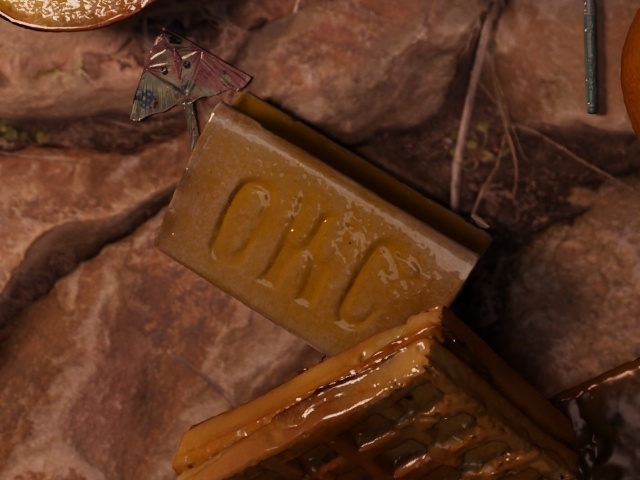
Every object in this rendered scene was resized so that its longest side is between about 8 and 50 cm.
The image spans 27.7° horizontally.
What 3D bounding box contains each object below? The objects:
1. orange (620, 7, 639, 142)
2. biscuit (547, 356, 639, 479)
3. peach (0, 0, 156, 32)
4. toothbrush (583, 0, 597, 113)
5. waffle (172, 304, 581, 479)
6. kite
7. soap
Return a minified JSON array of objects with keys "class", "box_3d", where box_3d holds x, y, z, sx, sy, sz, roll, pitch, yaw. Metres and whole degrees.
[{"class":"orange","box_3d":[0.331,-0.133,0.994,0.206,0.206,0.206,5,106,17]},{"class":"biscuit","box_3d":[0.338,0.266,1.183,0.359,0.046,0.359,5,105,18]},{"class":"peach","box_3d":[-0.211,-0.283,1.204,0.279,0.068,0.189,11,100,17]},{"class":"toothbrush","box_3d":[0.230,-0.190,1.109,0.011,0.014,0.167,-2,104,10]},{"class":"waffle","box_3d":[0.044,0.200,1.174,0.328,0.098,0.224,-30,125,31]},{"class":"kite","box_3d":[-0.125,-0.133,1.249,0.137,0.005,0.152,-16,100,22]},{"class":"soap","box_3d":[0.000,0.000,1.198,0.274,0.089,0.173,31,115,8]}]
